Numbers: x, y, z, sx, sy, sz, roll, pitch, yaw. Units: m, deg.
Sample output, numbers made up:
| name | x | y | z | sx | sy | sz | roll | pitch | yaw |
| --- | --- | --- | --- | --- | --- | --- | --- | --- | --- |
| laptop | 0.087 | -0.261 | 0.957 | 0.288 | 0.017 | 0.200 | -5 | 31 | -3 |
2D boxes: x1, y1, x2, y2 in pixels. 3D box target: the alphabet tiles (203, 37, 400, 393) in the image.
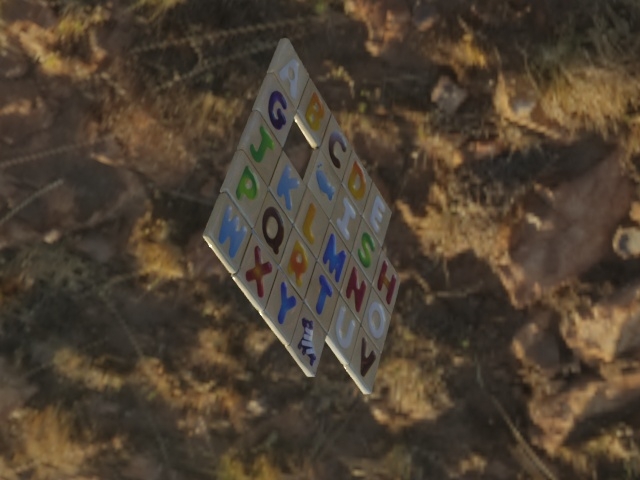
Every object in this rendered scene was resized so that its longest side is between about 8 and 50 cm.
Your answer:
| name | x | y | z | sx | sy | sz | roll | pitch | yaw |
| --- | --- | --- | --- | --- | --- | --- | --- | --- | --- |
| alphabet tiles | 0.000 | 0.000 | 0.986 | 0.009 | 0.198 | 0.237 | -8 | 135 | 29 |
